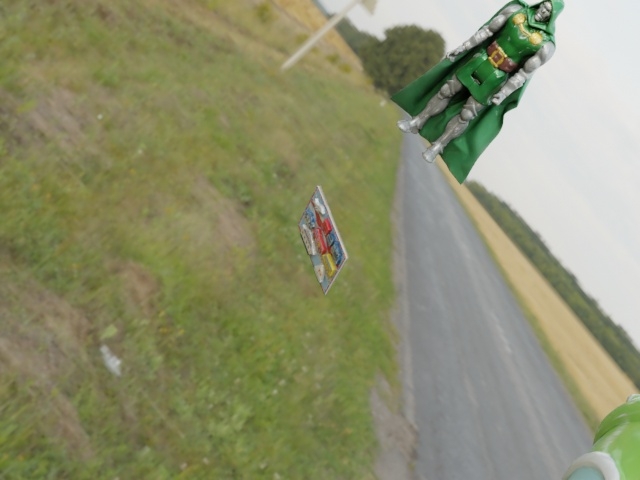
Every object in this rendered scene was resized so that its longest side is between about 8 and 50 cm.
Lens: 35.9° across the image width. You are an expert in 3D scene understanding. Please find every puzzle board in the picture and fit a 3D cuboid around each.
[{"bbox_3d":[0.000,0.000,1.422,0.011,0.096,0.128,-4,56,-26],"label":"puzzle board"}]

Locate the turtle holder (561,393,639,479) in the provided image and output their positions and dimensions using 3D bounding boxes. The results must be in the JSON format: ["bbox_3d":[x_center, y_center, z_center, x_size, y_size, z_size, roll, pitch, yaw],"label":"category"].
[{"bbox_3d":[0.235,0.237,0.653,0.243,0.227,0.320,47,-22,-9],"label":"turtle holder"}]

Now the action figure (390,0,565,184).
[{"bbox_3d":[0.185,-0.187,1.103,0.137,0.232,0.063,50,32,10],"label":"action figure"}]
